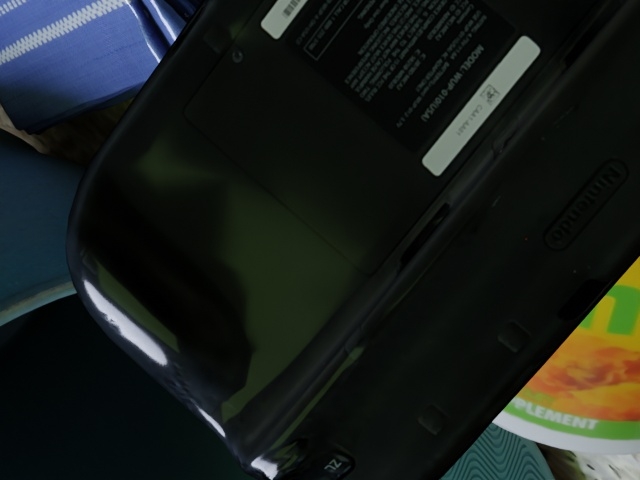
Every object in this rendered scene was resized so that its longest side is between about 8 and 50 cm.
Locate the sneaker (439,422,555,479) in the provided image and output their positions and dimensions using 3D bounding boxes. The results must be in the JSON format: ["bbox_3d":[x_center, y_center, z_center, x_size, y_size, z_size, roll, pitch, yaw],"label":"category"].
[{"bbox_3d":[0.034,0.189,0.950,0.208,0.127,0.319,-122,32,-64],"label":"sneaker"}]

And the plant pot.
[{"bbox_3d":[-0.163,0.071,0.972,0.255,0.271,0.272,45,158,47],"label":"plant pot"}]

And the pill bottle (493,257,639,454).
[{"bbox_3d":[0.091,-0.058,0.505,0.136,0.136,0.246,39,152,22],"label":"pill bottle"}]

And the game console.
[{"bbox_3d":[0.064,-0.102,0.359,0.213,0.044,0.361,44,113,13],"label":"game console"}]

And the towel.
[{"bbox_3d":[-0.181,-0.203,0.875,0.336,0.040,0.243,58,155,-11],"label":"towel"}]
